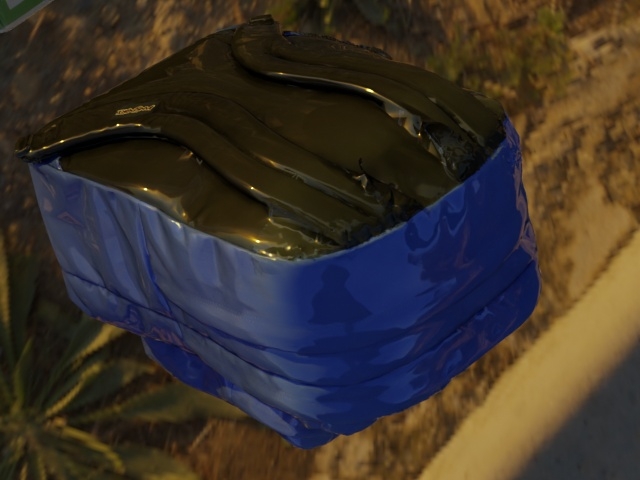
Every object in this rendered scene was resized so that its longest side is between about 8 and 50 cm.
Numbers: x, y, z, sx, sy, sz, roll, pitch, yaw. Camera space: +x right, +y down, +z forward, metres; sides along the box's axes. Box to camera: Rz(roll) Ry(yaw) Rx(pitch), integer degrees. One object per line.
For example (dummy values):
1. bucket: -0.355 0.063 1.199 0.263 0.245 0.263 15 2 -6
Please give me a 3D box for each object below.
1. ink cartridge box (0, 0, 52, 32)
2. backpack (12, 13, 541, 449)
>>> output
1. ink cartridge box: -0.136 -0.112 0.603 0.109 0.209 0.062 -8 116 34
2. backpack: 0.000 0.000 0.442 0.098 0.120 0.101 -39 127 -29
